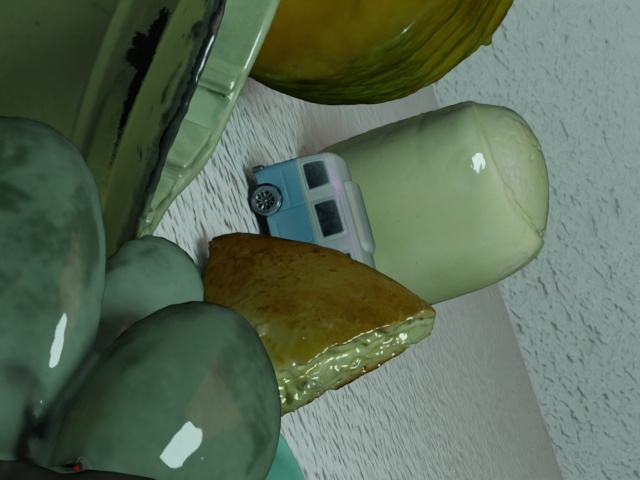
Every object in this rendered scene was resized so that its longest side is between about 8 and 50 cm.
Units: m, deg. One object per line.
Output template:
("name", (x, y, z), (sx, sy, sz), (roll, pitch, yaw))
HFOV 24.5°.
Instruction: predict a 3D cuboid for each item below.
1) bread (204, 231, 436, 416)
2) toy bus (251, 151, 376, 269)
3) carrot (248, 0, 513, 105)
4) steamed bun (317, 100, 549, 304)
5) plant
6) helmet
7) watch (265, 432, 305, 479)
("bread", (-0.001, 0.045, 0.849), (0.154, 0.136, 0.054), (-90, 178, -45))
("toy bus", (0.000, 0.000, 1.069), (0.060, 0.075, 0.123), (28, 45, -74))
("carrot", (0.010, -0.217, 1.031), (0.340, 0.241, 0.241), (-4, 77, -75))
("steamed bun", (0.108, -0.025, 1.305), (0.250, 0.200, 0.155), (7, 67, -74))
("plant", (-0.081, 0.093, 0.387), (0.274, 0.149, 0.146), (-89, 175, -50))
("helmet", (-0.098, -0.093, 0.594), (0.257, 0.137, 0.204), (-72, -177, -58))
("watch", (-0.044, 0.160, 0.645), (0.237, 0.068, 0.195), (-54, 127, -75))
